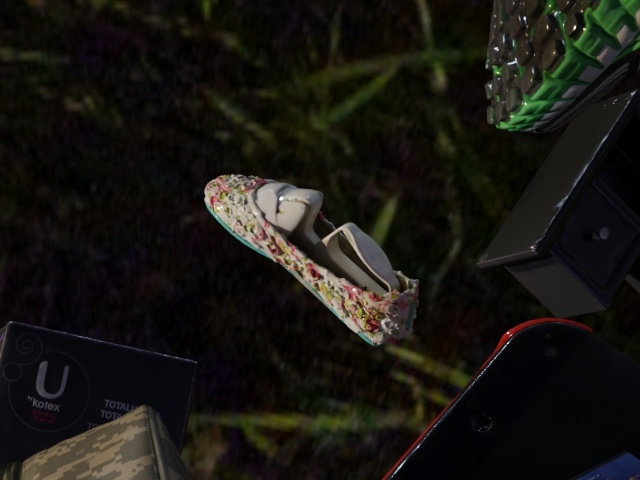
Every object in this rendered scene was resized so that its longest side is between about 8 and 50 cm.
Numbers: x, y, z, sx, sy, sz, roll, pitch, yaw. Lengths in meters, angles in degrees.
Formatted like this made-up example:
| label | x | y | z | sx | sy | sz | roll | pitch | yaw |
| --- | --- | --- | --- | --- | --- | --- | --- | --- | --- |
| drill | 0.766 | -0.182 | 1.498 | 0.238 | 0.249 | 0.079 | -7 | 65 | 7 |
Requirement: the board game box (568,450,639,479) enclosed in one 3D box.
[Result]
| label | x | y | z | sx | sy | sz | roll | pitch | yaw |
| --- | --- | --- | --- | --- | --- | --- | --- | --- | --- |
| board game box | 0.088 | 0.233 | 0.873 | 0.165 | 0.243 | 0.042 | -22 | 38 | -31 |

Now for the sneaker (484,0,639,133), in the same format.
| label | x | y | z | sx | sy | sz | roll | pitch | yaw |
| --- | --- | --- | --- | --- | --- | --- | --- | --- | --- |
| sneaker | 0.197 | -0.135 | 0.945 | 0.146 | 0.343 | 0.134 | 18 | 63 | -22 |

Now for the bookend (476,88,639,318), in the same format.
| label | x | y | z | sx | sy | sz | roll | pitch | yaw |
| --- | --- | --- | --- | --- | --- | --- | --- | --- | --- |
| bookend | 0.220 | 0.004 | 1.350 | 0.156 | 0.072 | 0.157 | 44 | 64 | -16 |

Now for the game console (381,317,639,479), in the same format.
| label | x | y | z | sx | sy | sz | roll | pitch | yaw |
| --- | --- | --- | --- | --- | --- | --- | --- | --- | --- |
| game console | 0.205 | 0.265 | 1.519 | 0.342 | 0.060 | 0.386 | 35 | 61 | 17 |

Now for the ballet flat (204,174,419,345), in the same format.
| label | x | y | z | sx | sy | sz | roll | pitch | yaw |
| --- | --- | --- | --- | --- | --- | --- | --- | --- | --- |
| ballet flat | 0.000 | 0.000 | 1.751 | 0.241 | 0.077 | 0.091 | 38 | 39 | 9 |

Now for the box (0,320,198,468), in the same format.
| label | x | y | z | sx | sy | sz | roll | pitch | yaw |
| --- | --- | --- | --- | --- | --- | --- | --- | --- | --- |
| box | -0.215 | 0.217 | 1.552 | 0.165 | 0.143 | 0.270 | 14 | 81 | -12 |

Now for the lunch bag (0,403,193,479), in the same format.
| label | x | y | z | sx | sy | sz | roll | pitch | yaw |
| --- | --- | --- | --- | --- | --- | --- | --- | --- | --- |
| lunch bag | -0.145 | 0.275 | 1.043 | 0.256 | 0.212 | 0.305 | -26 | 111 | -5 |
